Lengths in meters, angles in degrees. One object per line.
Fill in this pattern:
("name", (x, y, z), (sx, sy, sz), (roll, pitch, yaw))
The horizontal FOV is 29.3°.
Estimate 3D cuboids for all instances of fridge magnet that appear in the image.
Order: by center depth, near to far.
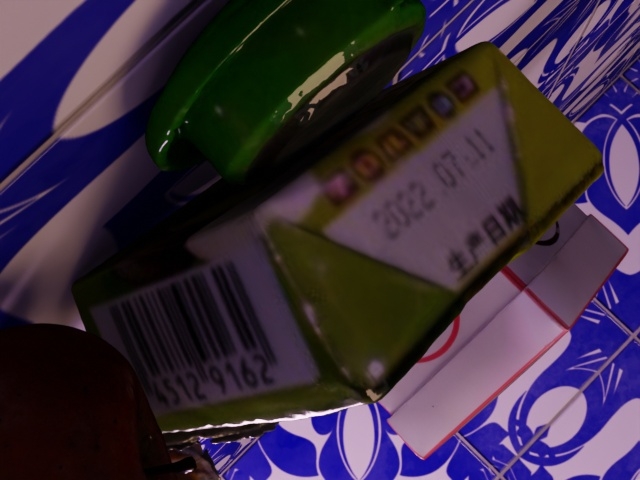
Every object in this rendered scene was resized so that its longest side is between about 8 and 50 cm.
("fridge magnet", (-0.016, -0.108, 0.729), (0.208, 0.088, 0.208), (-40, 174, -5))

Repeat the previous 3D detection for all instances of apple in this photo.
("apple", (-0.189, 0.174, 0.783), (0.234, 0.234, 0.234), (-44, 171, -9))

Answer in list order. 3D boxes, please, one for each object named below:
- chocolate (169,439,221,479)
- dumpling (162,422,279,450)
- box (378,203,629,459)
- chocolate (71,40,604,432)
("chocolate", (-0.204, 0.257, 1.373), (0.221, 0.221, 0.147), (-49, -161, 19))
("dumpling", (-0.111, 0.107, 1.014), (0.332, 0.166, 0.086), (-18, 109, -45))
("box", (0.191, 0.055, 1.718), (0.312, 0.300, 0.314), (-50, 172, 33))
("chocolate", (0.000, 0.000, 0.874), (0.289, 0.137, 0.301), (-39, -167, -37))
